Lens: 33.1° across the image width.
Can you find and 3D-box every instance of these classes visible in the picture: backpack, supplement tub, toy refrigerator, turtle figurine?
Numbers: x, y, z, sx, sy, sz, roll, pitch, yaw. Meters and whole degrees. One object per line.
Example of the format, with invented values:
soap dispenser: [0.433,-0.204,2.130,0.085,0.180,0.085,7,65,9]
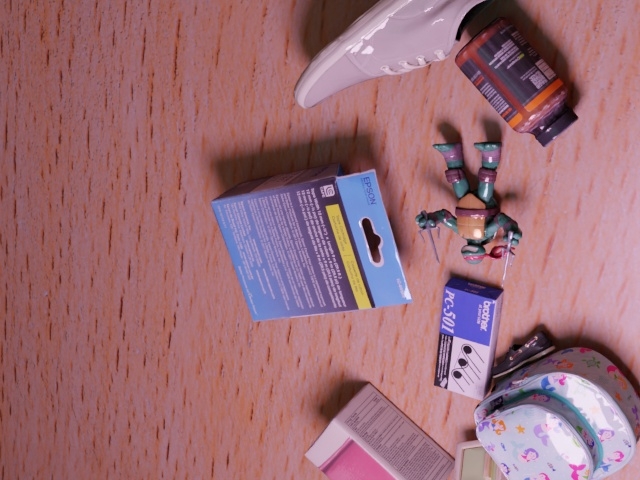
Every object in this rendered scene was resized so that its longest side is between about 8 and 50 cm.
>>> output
backpack: [0.401,0.309,1.798,0.253,0.191,0.225,-36,90,32]
supplement tub: [0.304,-0.237,1.649,0.198,0.106,0.106,50,127,3]
toy refrigerator: [0.288,0.486,1.885,0.102,0.270,0.094,-17,137,36]
turtle figurine: [0.245,-0.044,1.768,0.175,0.118,0.234,-1,96,16]

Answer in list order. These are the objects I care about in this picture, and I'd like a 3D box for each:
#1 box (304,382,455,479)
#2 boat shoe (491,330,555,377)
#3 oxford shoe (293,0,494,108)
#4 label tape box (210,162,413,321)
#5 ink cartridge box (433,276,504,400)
box: [0.114,0.413,2.035,0.232,0.148,0.127,41,127,10]
boat shoe: [0.344,0.198,1.862,0.133,0.049,0.042,-38,78,38]
oxford shoe: [0.132,-0.319,1.686,0.449,0.169,0.130,-33,94,32]
label tape box: [0.000,0.000,1.942,0.347,0.115,0.249,-9,107,31]
ink cartridge box: [0.260,0.174,1.901,0.097,0.046,0.207,16,118,23]
